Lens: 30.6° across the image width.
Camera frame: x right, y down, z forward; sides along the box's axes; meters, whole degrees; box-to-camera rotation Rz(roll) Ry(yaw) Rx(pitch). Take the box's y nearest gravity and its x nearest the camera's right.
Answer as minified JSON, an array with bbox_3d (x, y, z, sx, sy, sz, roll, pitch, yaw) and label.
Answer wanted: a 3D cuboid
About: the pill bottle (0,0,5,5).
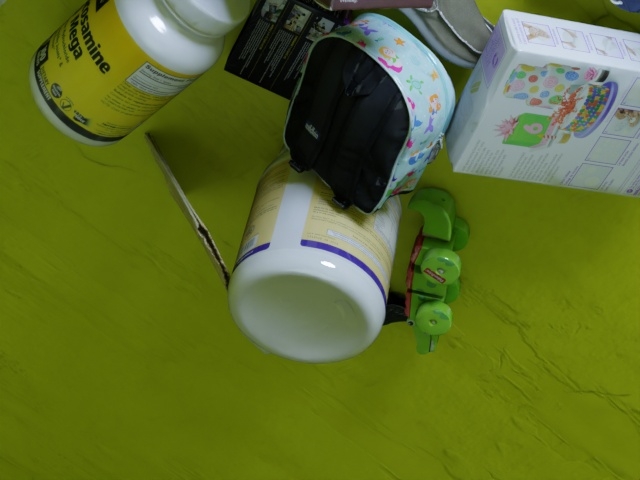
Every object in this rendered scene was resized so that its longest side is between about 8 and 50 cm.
[{"bbox_3d":[-0.549,-0.453,1.625,0.161,0.161,0.283,-3,134,16],"label":"pill bottle"}]

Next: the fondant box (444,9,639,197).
[{"bbox_3d":[0.374,-0.187,1.671,0.330,0.096,0.238,6,138,-16],"label":"fondant box"}]

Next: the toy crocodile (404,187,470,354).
[{"bbox_3d":[0.190,0.060,2.012,0.105,0.115,0.340,11,135,10],"label":"toy crocodile"}]

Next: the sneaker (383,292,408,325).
[{"bbox_3d":[0.088,0.130,2.151,0.170,0.051,0.089,-17,124,24],"label":"sneaker"}]

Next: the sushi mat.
[{"bbox_3d":[-0.213,-0.048,1.883,0.019,0.316,0.151,-27,129,-7],"label":"sushi mat"}]

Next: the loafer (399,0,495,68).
[{"bbox_3d":[0.169,-0.334,1.623,0.251,0.094,0.087,36,136,-22],"label":"loafer"}]

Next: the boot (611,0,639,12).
[{"bbox_3d":[0.395,-0.352,1.568,0.190,0.069,0.086,11,134,0],"label":"boot"}]

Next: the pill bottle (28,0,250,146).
[{"bbox_3d":[-0.263,-0.291,1.704,0.188,0.188,0.334,39,130,-25],"label":"pill bottle"}]

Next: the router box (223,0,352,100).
[{"bbox_3d":[-0.050,-0.299,1.747,0.133,0.046,0.179,24,136,-12],"label":"router box"}]

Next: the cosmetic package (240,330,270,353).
[{"bbox_3d":[-0.028,0.109,2.112,0.231,0.117,0.085,-23,126,34],"label":"cosmetic package"}]

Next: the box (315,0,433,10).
[{"bbox_3d":[0.054,-0.408,1.446,0.169,0.167,0.203,-8,126,-34],"label":"box"}]

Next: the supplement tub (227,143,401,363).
[{"bbox_3d":[0.000,0.000,1.835,0.241,0.331,0.241,7,136,7],"label":"supplement tub"}]

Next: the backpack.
[{"bbox_3d":[0.077,-0.194,1.682,0.225,0.191,0.253,43,145,21],"label":"backpack"}]
